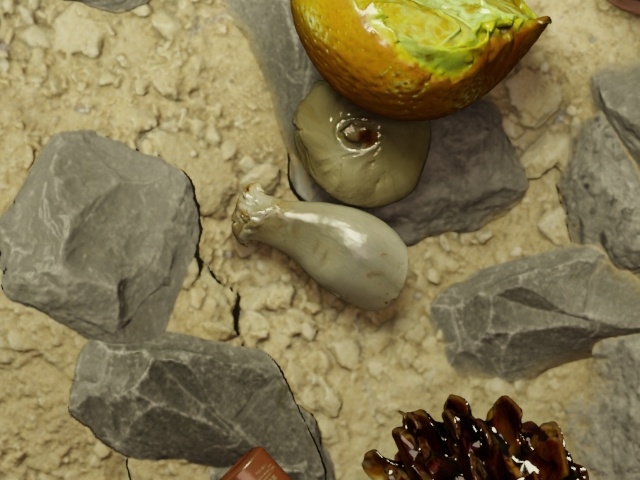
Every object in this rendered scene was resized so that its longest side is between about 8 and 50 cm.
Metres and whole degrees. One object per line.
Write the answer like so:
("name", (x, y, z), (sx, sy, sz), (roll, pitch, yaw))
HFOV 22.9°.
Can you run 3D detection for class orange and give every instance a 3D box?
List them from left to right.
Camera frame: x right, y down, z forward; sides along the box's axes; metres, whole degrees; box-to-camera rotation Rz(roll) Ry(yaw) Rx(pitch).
("orange", (0.101, -0.261, 1.850), (0.262, 0.196, 0.334), (44, 44, 6))

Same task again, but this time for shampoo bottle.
("shampoo bottle", (-0.022, 0.363, 1.916), (0.085, 0.085, 0.244), (-41, 91, -2))

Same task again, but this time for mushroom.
("mushroom", (0.000, 0.000, 1.922), (0.225, 0.093, 0.116), (27, 109, -5))

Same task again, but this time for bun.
("bun", (0.050, -0.125, 1.915), (0.173, 0.113, 0.167), (10, 87, -2))

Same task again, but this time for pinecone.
("pinecone", (0.171, 0.328, 1.839), (0.295, 0.242, 0.298), (5, 94, -3))

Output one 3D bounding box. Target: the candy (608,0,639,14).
("candy", (0.417, -0.389, 1.916), (0.255, 0.094, 0.255), (-2, 79, 13))
